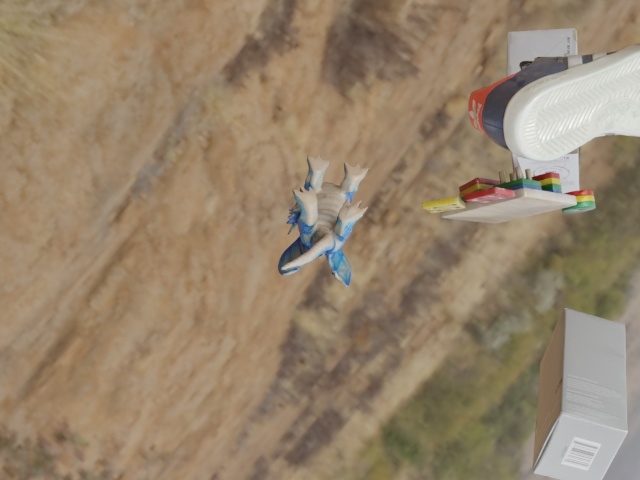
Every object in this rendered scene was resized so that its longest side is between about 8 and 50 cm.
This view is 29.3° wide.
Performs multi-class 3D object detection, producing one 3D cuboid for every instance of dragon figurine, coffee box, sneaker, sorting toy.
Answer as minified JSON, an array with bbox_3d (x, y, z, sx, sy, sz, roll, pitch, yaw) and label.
[{"bbox_3d":[0.000,0.000,1.393,0.289,0.085,0.144,-84,-175,-58],"label":"dragon figurine"},{"bbox_3d":[0.386,-0.213,2.103,0.297,0.119,0.168,62,29,-64],"label":"coffee box"},{"bbox_3d":[0.343,-0.194,1.570,0.350,0.148,0.131,-13,112,-30],"label":"sneaker"},{"bbox_3d":[0.241,-0.061,1.612,0.132,0.046,0.274,-14,168,40],"label":"sorting toy"}]

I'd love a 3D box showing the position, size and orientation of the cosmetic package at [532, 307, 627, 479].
[{"bbox_3d":[0.371,0.221,1.746,0.238,0.107,0.127,-76,-179,-55],"label":"cosmetic package"}]
